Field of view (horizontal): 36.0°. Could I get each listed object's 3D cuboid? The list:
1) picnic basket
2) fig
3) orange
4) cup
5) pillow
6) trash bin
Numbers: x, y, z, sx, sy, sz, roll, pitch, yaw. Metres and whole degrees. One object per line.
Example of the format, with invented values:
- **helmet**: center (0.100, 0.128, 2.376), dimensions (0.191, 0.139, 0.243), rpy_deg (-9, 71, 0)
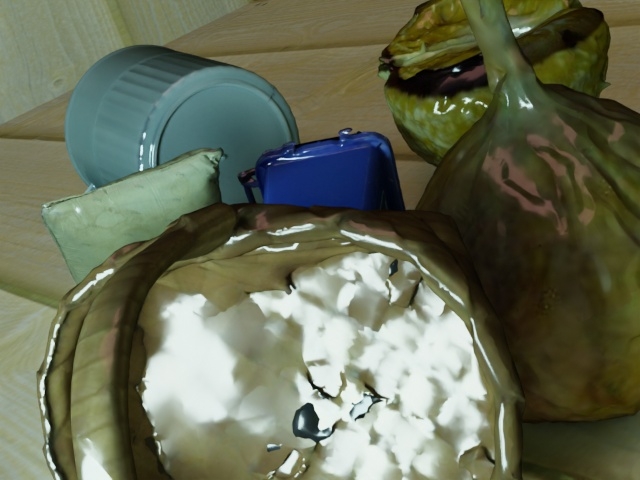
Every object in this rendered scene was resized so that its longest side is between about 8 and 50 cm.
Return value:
- **picnic basket**: center (-0.047, 0.123, 0.604), dimensions (0.337, 0.293, 0.337), rpy_deg (-15, 2, 1)
- **fig**: center (0.185, -0.044, 0.755), dimensions (0.286, 0.369, 0.286), rpy_deg (-13, 33, 9)
- **orange**: center (0.224, -0.189, 1.227), dimensions (0.270, 0.210, 0.369), rpy_deg (-22, 22, 10)
- **cup**: center (-0.229, -0.131, 1.416), dimensions (0.331, 0.257, 0.311), rpy_deg (-28, 25, -22)
- **pillow**: center (-0.178, 0.017, 1.063), dimensions (0.184, 0.302, 0.075), rpy_deg (-22, 61, -12)
- **trash bin**: center (0.000, 0.000, 1.069), dimensions (0.184, 0.163, 0.234), rpy_deg (-11, 31, 10)
